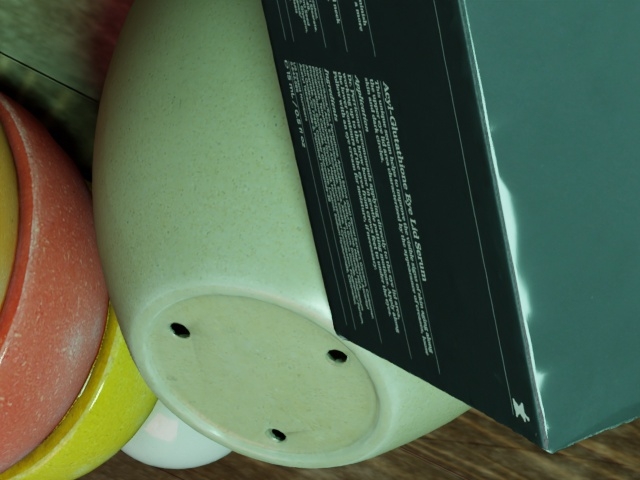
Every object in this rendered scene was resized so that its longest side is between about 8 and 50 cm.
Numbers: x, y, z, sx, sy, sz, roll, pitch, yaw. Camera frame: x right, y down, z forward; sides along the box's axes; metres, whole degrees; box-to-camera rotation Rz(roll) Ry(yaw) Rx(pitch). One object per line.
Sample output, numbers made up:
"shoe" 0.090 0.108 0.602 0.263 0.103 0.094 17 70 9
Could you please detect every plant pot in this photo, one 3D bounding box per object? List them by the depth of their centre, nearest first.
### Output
"plant pot" 0.000 0.000 0.878 0.284 0.191 0.284 14 139 12

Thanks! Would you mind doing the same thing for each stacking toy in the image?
"stacking toy" -0.214 0.045 1.103 0.350 0.351 0.480 -6 160 37

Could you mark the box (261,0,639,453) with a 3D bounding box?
"box" 0.058 -0.077 0.663 0.184 0.103 0.261 -151 47 -66
